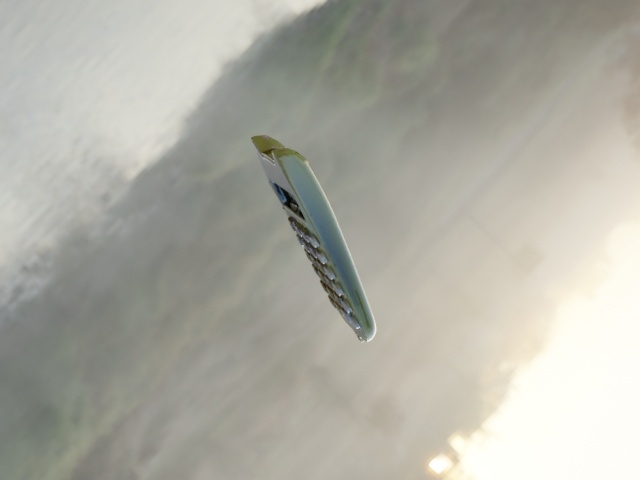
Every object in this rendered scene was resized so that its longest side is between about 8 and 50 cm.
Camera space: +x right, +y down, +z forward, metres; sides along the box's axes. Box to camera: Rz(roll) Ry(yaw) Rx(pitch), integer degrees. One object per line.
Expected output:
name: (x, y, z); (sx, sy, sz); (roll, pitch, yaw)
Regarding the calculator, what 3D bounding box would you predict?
calculator: (0.000, 0.000, 1.589); (0.033, 0.237, 0.157); (-27, -163, -9)
